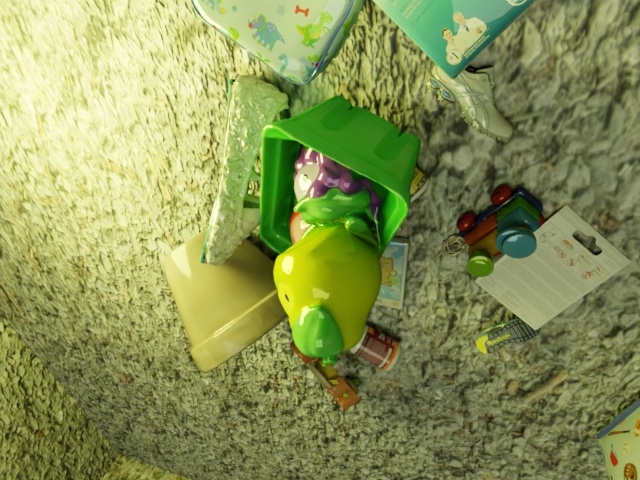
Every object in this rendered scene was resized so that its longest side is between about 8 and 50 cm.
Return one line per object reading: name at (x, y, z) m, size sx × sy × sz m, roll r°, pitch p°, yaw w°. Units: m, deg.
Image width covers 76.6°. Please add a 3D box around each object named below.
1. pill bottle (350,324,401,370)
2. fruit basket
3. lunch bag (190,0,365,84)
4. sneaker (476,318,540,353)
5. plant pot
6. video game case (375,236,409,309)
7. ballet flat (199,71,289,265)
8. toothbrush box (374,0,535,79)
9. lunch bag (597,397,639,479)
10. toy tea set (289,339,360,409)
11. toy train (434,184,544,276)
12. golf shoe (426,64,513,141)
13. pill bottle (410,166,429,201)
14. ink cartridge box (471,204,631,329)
pill bottle at (0.134, 0.282, 1.101) m, size 0.152 × 0.086 × 0.086 m, roll 28°, pitch 132°, yaw 1°
fruit basket at (0.000, 0.000, 0.696) m, size 0.283 × 0.392 × 0.392 m, roll 31°, pitch 132°, yaw 8°
lunch bag at (-0.055, -0.339, 0.549) m, size 0.219 × 0.090 × 0.176 m, roll 34°, pitch 133°, yaw -4°
sneaker at (0.432, 0.212, 0.939) m, size 0.144 × 0.059 × 0.053 m, roll -28°, pitch 85°, yaw 27°
plant pot at (-0.235, 0.118, 1.022) m, size 0.323 × 0.323 × 0.280 m, roll -34°, pitch 90°, yaw 39°
video game case at (0.112, 0.071, 0.987) m, size 0.194 × 0.023 × 0.212 m, roll 9°, pitch 129°, yaw 17°
ballet flat at (-0.150, -0.119, 0.821) m, size 0.147 × 0.147 × 0.408 m, roll 19°, pitch 109°, yaw 10°
toothbrush box at (0.117, -0.368, 0.473) m, size 0.295 × 0.216 × 0.126 m, roll 41°, pitch 138°, yaw -7°
lunch bag at (0.785, 0.477, 0.803) m, size 0.239 × 0.327 × 0.385 m, roll 12°, pitch 128°, yaw 9°
toy tea set at (0.039, 0.366, 1.196) m, size 0.200 × 0.124 × 0.336 m, roll 39°, pitch 163°, yaw 39°
toy train at (0.304, 0.018, 0.780) m, size 0.105 × 0.143 × 0.248 m, roll 38°, pitch 131°, yaw -7°
golf shoe at (0.260, -0.235, 0.657) m, size 0.176 × 0.069 × 0.086 m, roll 36°, pitch 126°, yaw -7°
pill bottle at (0.148, -0.133, 0.784) m, size 0.116 × 0.065 × 0.065 m, roll 41°, pitch 131°, yaw -10°
ink cartridge box at (0.455, 0.055, 0.819) m, size 0.181 × 0.056 × 0.224 m, roll 38°, pitch 113°, yaw -7°
